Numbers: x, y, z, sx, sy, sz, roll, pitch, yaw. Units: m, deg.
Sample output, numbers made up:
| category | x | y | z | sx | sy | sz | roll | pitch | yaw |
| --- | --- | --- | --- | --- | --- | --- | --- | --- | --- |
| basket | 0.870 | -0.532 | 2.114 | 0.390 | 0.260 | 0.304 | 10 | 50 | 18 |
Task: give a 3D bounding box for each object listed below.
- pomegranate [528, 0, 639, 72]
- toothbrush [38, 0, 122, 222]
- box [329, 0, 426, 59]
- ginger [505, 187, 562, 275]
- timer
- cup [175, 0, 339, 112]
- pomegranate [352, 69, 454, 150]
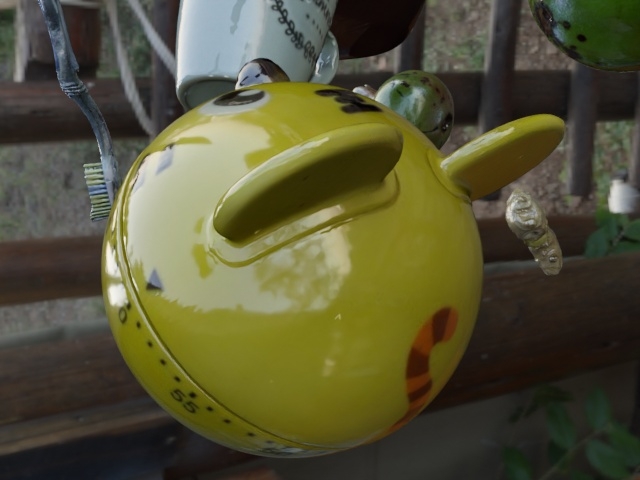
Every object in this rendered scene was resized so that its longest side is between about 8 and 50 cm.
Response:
| category | x | y | z | sx | sy | sz | roll | pitch | yaw |
| --- | --- | --- | --- | --- | --- | --- | --- | --- | --- |
| pomegranate | 0.328 | -0.312 | 1.024 | 0.271 | 0.254 | 0.254 | 19 | 117 | 15 |
| toothbrush | -0.245 | -0.195 | 0.896 | 0.035 | 0.042 | 0.413 | -116 | 15 | -56 |
| box | -0.015 | -0.400 | 1.610 | 0.263 | 0.404 | 0.108 | 120 | 137 | -60 |
| ginger | 0.269 | -0.015 | 1.191 | 0.051 | 0.173 | 0.069 | -34 | 57 | 14 |
| timer | 0.000 | 0.000 | 0.830 | 0.387 | 0.376 | 0.376 | -43 | 61 | 40 |
| cup | -0.060 | -0.242 | 1.153 | 0.186 | 0.258 | 0.234 | -4 | 65 | 33 |
| pomegranate | 0.161 | -0.237 | 1.855 | 0.211 | 0.179 | 0.179 | -5 | 92 | 50 |
